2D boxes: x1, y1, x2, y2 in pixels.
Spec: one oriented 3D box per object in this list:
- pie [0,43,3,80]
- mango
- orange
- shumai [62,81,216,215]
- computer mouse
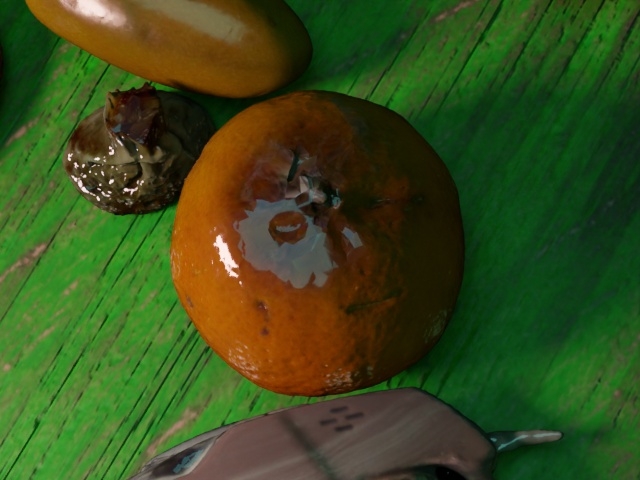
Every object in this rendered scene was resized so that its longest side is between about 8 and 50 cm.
[{"bbox_3d":[-0.368,-0.129,1.289,0.204,0.054,0.219,21,78,16],"label":"pie"},{"bbox_3d":[-0.119,-0.193,1.233,0.253,0.113,0.138,25,69,14],"label":"mango"},{"bbox_3d":[0.000,0.000,1.114,0.224,0.170,0.224,-1,71,3],"label":"orange"},{"bbox_3d":[-0.149,-0.079,1.216,0.123,0.087,0.099,-27,71,2],"label":"shumai"},{"bbox_3d":[-0.011,0.204,1.088,0.389,0.115,0.200,-19,73,5],"label":"computer mouse"}]
